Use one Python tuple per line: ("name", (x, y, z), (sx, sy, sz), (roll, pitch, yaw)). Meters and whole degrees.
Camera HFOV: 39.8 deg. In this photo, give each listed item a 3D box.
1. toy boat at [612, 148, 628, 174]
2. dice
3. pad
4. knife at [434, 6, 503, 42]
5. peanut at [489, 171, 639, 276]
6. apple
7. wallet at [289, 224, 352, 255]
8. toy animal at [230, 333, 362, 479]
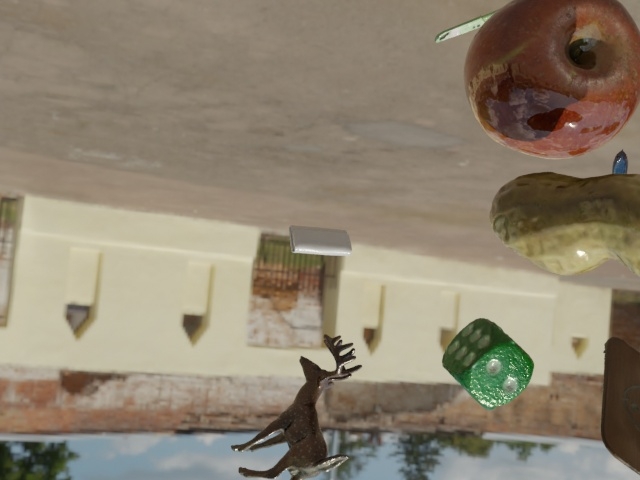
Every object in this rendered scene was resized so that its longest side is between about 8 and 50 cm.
("toy boat", (0.706, -0.175, 2.083), (0.038, 0.083, 0.038), (0, -154, 0))
("dice", (0.309, 0.228, 1.640), (0.120, 0.131, 0.128), (42, -177, -19))
("pad", (0.601, 0.328, 1.537), (0.284, 0.286, 0.018), (36, 129, -8))
("knife", (0.299, -0.394, 1.564), (0.207, 0.014, 0.030), (-21, 156, 2))
("peanut", (0.274, -0.015, 0.867), (0.229, 0.098, 0.103), (8, 152, 39))
("apple", (0.264, -0.190, 1.016), (0.201, 0.201, 0.162), (6, 168, -12))
("wallet", (0.000, 0.000, 1.732), (0.122, 0.061, 0.025), (4, 144, -23))
("toy animal", (-0.022, 0.300, 1.462), (0.260, 0.243, 0.087), (-31, 133, 5))
